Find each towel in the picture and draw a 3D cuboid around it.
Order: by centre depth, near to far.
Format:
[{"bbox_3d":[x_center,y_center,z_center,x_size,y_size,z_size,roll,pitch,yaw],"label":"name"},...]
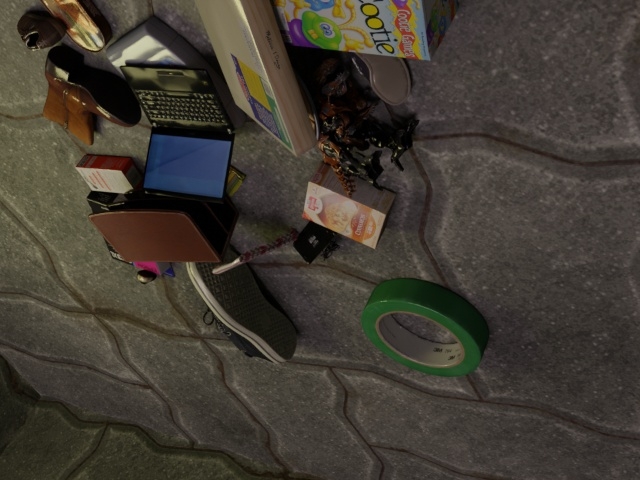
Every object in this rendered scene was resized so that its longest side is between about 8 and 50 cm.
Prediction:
[{"bbox_3d":[-0.298,-0.193,2.040,0.237,0.021,0.102,33,146,-7],"label":"towel"},{"bbox_3d":[-0.165,0.030,2.103,0.144,0.197,0.029,-25,89,52],"label":"towel"}]

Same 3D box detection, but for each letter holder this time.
[{"bbox_3d":[-0.398,-0.064,2.113,0.302,0.152,0.214,-1,145,25],"label":"letter holder"}]

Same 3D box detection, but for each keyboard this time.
[{"bbox_3d":[0.000,0.000,2.084,0.100,0.038,0.192,52,148,7],"label":"keyboard"}]

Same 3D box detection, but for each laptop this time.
[{"bbox_3d":[-0.318,-0.229,1.803,0.234,0.136,0.264,8,142,28],"label":"laptop"}]

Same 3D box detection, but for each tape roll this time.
[{"bbox_3d":[0.265,0.226,2.144,0.321,0.077,0.321,19,146,14],"label":"tape roll"}]

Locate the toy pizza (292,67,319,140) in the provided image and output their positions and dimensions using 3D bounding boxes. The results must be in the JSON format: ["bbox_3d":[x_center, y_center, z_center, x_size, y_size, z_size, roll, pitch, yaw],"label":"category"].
[{"bbox_3d":[-0.069,-0.268,1.667,0.201,0.032,0.201,49,156,30],"label":"toy pizza"}]

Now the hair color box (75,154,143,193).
[{"bbox_3d":[-0.556,-0.175,2.229,0.167,0.053,0.093,6,143,29],"label":"hair color box"}]

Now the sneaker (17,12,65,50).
[{"bbox_3d":[-0.638,-0.457,1.856,0.188,0.071,0.066,13,145,47],"label":"sneaker"}]

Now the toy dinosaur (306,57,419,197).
[{"bbox_3d":[0.063,-0.214,1.670,0.218,0.164,0.322,30,169,26],"label":"toy dinosaur"}]

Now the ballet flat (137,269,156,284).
[{"bbox_3d":[-0.529,0.116,2.552,0.057,0.049,0.173,17,178,-8],"label":"ballet flat"}]

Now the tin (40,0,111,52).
[{"bbox_3d":[-0.524,-0.486,1.792,0.106,0.040,0.190,-5,135,35],"label":"tin"}]

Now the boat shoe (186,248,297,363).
[{"bbox_3d":[-0.246,0.188,2.381,0.156,0.187,0.500,-4,141,32],"label":"boat shoe"}]

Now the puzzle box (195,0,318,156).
[{"bbox_3d":[-0.141,-0.369,1.501,0.272,0.052,0.409,44,161,46],"label":"puzzle box"}]

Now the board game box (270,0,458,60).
[{"bbox_3d":[0.066,-0.403,1.364,0.275,0.142,0.144,12,144,25],"label":"board game box"}]

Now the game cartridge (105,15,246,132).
[{"bbox_3d":[-0.307,-0.338,1.820,0.198,0.062,0.297,-10,131,50],"label":"game cartridge"}]

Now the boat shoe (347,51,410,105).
[{"bbox_3d":[0.097,-0.335,1.533,0.206,0.075,0.065,47,-174,-36],"label":"boat shoe"}]

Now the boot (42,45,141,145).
[{"bbox_3d":[-0.557,-0.300,2.018,0.264,0.096,0.280,30,148,-3],"label":"boot"}]

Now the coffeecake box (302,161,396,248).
[{"bbox_3d":[0.062,-0.078,1.885,0.185,0.068,0.142,24,148,8],"label":"coffeecake box"}]

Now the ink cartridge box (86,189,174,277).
[{"bbox_3d":[-0.548,-0.003,2.456,0.175,0.069,0.371,17,148,17],"label":"ink cartridge box"}]
